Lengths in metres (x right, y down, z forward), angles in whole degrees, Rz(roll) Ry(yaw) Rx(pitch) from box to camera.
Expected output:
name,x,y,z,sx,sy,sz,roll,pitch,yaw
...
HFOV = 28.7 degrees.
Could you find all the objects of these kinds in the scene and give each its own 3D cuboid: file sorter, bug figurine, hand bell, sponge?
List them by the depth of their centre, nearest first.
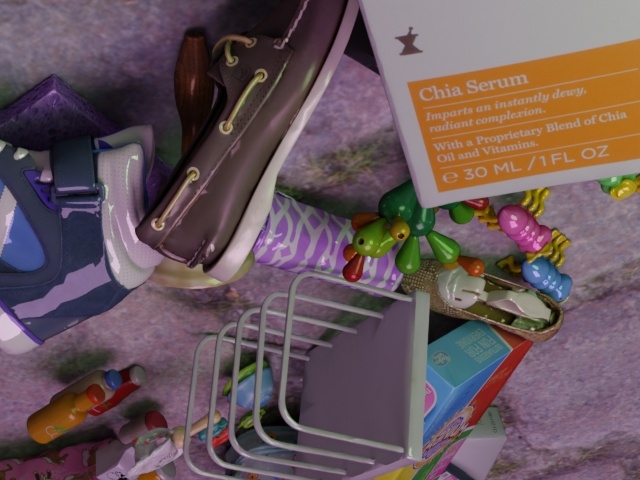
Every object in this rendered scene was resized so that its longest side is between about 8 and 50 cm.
name,x,y,z,sx,sy,sz,roll,pitch,yaw
hand bell,-0.126,-0.086,1.229,0.126,0.126,0.242,-3,119,-10
sponge,-0.242,-0.076,1.275,0.117,0.031,0.210,-31,135,20
file sorter,-0.022,0.170,1.429,0.173,0.193,0.277,16,154,-24
bug figurine,0.308,-0.024,1.430,0.279,0.072,0.216,-35,134,26

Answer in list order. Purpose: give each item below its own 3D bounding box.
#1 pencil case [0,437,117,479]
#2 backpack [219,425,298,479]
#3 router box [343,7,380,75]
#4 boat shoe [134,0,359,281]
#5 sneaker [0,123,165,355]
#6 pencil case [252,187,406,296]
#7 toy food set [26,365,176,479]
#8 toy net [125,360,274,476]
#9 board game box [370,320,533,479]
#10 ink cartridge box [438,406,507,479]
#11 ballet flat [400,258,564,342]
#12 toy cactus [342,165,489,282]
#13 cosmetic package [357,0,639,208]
name,x,y,z,sx,sy,sz,roll,pitch,yaw
pencil case,-0.438,0.361,1.643,0.386,0.160,0.167,-7,141,-3
backpack,-0.050,0.330,1.700,0.165,0.144,0.188,6,156,-19
router box,0.108,-0.204,1.193,0.179,0.046,0.133,26,128,-36
boat shoe,-0.061,-0.126,1.119,0.096,0.116,0.324,24,95,-15
sneaker,-0.278,-0.075,1.170,0.236,0.130,0.323,-34,100,-3
pencil case,0.000,0.000,1.384,0.206,0.088,0.086,18,169,-30
toy food set,-0.247,0.227,1.564,0.104,0.111,0.232,-31,134,22
toy net,-0.156,0.233,1.567,0.232,0.045,0.122,-24,159,-34
board game box,0.125,0.236,1.556,0.242,0.064,0.316,-22,147,-53
ink cartridge box,0.117,0.342,1.827,0.238,0.060,0.275,0,139,-15
ballet flat,0.197,0.064,1.480,0.206,0.073,0.067,16,161,-11
toy cactus,0.113,-0.040,1.326,0.219,0.112,0.180,-10,120,-41
cosmetic package,0.139,-0.253,0.980,0.230,0.161,0.453,-10,132,14
